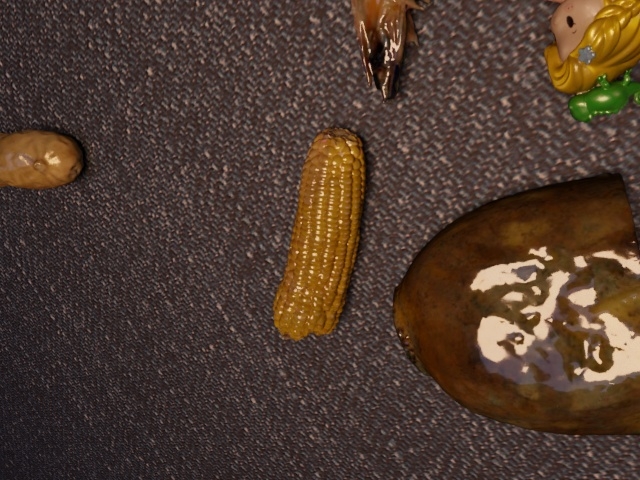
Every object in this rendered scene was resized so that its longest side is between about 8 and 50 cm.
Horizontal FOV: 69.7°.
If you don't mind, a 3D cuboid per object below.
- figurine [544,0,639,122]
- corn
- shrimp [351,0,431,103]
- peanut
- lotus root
[{"bbox_3d":[0.262,-0.192,0.410,0.114,0.095,0.156,-13,85,8],"label":"figurine"},{"bbox_3d":[0.000,0.000,0.604,0.101,0.101,0.292,17,112,19],"label":"corn"},{"bbox_3d":[0.097,-0.304,0.461,0.164,0.062,0.317,5,108,21],"label":"shrimp"},{"bbox_3d":[-0.524,-0.140,0.794,0.263,0.117,0.101,6,92,27],"label":"peanut"},{"bbox_3d":[0.204,0.085,0.509,0.260,0.149,0.267,-8,102,27],"label":"lotus root"}]
